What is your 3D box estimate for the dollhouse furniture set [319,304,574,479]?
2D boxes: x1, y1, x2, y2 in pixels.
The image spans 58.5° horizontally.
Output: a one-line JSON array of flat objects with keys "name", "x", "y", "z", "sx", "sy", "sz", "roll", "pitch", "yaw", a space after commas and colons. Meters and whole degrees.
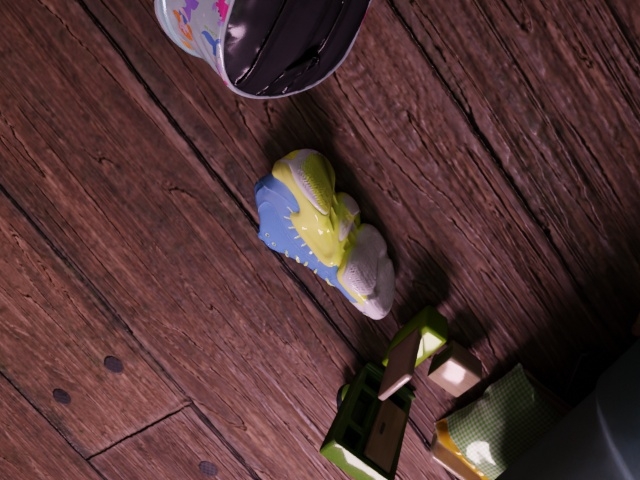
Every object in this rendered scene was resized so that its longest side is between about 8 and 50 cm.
[{"name": "dollhouse furniture set", "x": 0.189, "y": 0.260, "z": 0.730, "sx": 0.302, "sy": 0.151, "sz": 0.197, "roll": 37, "pitch": 126, "yaw": -3}]

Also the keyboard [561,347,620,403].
[{"name": "keyboard", "x": 0.406, "y": 0.203, "z": 0.730, "sx": 0.180, "sy": 0.023, "sz": 0.108, "roll": 15, "pitch": 111, "yaw": 9}]

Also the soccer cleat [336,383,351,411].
[{"name": "soccer cleat", "x": 0.046, "y": 0.293, "z": 0.856, "sx": 0.072, "sy": 0.060, "sz": 0.178, "roll": -6, "pitch": 114, "yaw": 32}]

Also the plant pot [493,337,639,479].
[{"name": "plant pot", "x": 0.332, "y": 0.311, "z": 0.574, "sx": 0.341, "sy": 0.341, "sz": 0.334, "roll": 37, "pitch": 116, "yaw": -3}]

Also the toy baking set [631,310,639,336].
[{"name": "toy baking set", "x": 0.487, "y": 0.064, "z": 0.634, "sx": 0.257, "sy": 0.030, "sz": 0.196, "roll": -8, "pitch": 111, "yaw": 19}]

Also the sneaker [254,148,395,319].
[{"name": "sneaker", "x": 0.000, "y": 0.000, "z": 0.726, "sx": 0.126, "sy": 0.091, "sz": 0.240, "roll": -14, "pitch": 112, "yaw": 41}]

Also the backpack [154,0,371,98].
[{"name": "backpack", "x": -0.039, "y": -0.266, "z": 0.524, "sx": 0.191, "sy": 0.225, "sz": 0.253, "roll": 37, "pitch": 126, "yaw": 22}]
